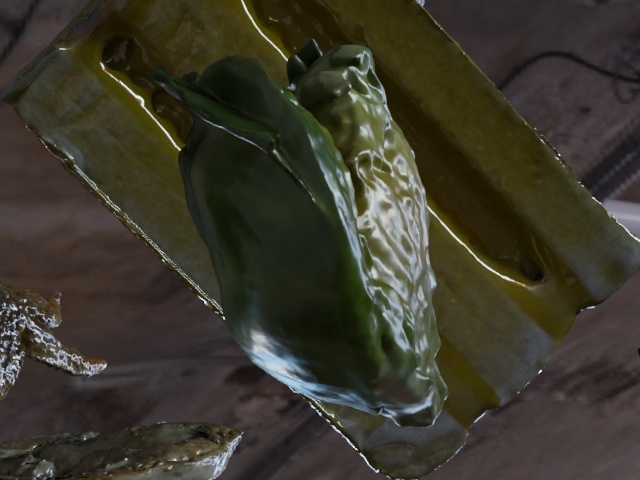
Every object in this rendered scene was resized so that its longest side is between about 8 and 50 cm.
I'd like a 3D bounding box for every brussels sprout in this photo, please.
[{"bbox_3d":[-0.003,0.002,0.588,0.139,0.100,0.181,-98,177,-60],"label":"brussels sprout"}]

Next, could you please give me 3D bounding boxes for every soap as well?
[{"bbox_3d":[0.004,-0.037,0.787,0.199,0.315,0.091,-46,-164,0],"label":"soap"}]

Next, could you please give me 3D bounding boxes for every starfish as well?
[{"bbox_3d":[-0.391,0.097,1.672,0.094,0.375,0.327,-40,-146,24],"label":"starfish"}]

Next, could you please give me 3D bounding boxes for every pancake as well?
[{"bbox_3d":[-0.285,0.277,1.758,0.387,0.387,0.082,-4,-87,43],"label":"pancake"}]

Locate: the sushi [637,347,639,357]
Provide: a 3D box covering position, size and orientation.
[{"bbox_3d":[0.427,0.130,1.079,0.299,0.294,0.281,-52,-141,40],"label":"sushi"}]

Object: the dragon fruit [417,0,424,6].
[{"bbox_3d":[-0.026,-0.275,1.351,0.204,0.283,0.221,116,-6,-45],"label":"dragon fruit"}]
